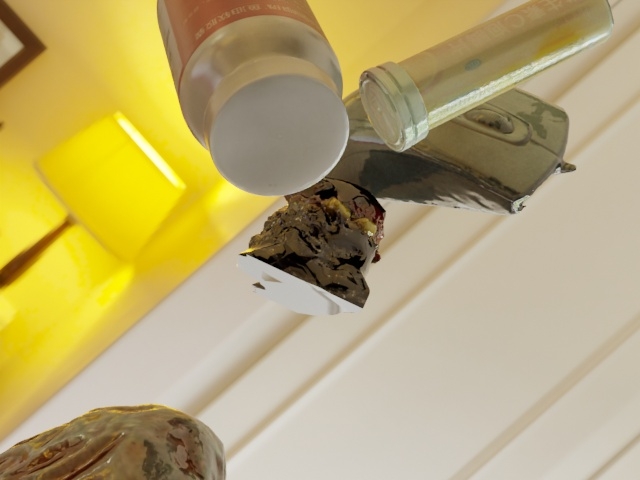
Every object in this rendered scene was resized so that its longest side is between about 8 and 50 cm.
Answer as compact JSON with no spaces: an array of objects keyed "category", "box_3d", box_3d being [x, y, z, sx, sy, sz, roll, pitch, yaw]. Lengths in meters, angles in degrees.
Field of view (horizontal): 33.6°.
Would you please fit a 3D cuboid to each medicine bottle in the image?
[{"category":"medicine bottle","box_3d":[0.142,-0.153,0.899,0.074,0.218,0.074,55,-17,26]},{"category":"medicine bottle","box_3d":[-0.059,-0.148,0.869,0.131,0.131,0.250,50,12,-38]}]

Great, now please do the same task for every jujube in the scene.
[{"category":"jujube","box_3d":[-0.235,0.291,1.094,0.215,0.308,0.246,60,-2,-13]}]

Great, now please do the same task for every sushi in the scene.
[{"category":"sushi","box_3d":[0.000,0.000,1.275,0.153,0.150,0.172,25,-16,1]}]

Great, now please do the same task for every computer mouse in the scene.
[{"category":"computer mouse","box_3d":[0.145,-0.136,1.353,0.371,0.188,0.122,11,-37,31]}]
